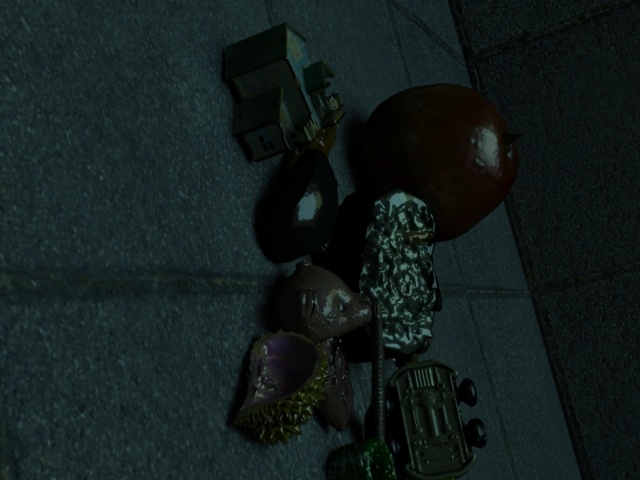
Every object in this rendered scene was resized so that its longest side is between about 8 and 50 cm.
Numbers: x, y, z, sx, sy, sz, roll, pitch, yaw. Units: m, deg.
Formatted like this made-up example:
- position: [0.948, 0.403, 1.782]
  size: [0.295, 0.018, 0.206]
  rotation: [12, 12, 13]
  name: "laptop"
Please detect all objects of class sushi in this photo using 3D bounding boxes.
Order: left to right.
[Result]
- position: [0.000, 0.000, 1.835]
  size: [0.050, 0.047, 0.099]
  rotation: [25, 49, -58]
  name: "sushi"
- position: [0.120, 0.066, 1.853]
  size: [0.211, 0.171, 0.350]
  rotation: [4, 79, -31]
  name: "sushi"

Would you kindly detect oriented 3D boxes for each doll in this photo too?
- position: [0.031, 0.182, 1.640]
  size: [0.201, 0.156, 0.303]
  rotation: [-86, 157, -69]
  name: "doll"

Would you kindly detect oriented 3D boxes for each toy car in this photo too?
- position: [0.230, 0.390, 1.947]
  size: [0.198, 0.204, 0.248]
  rotation: [79, 1, -66]
  name: "toy car"

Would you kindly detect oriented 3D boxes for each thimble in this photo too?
- position: [0.074, 0.410, 1.645]
  size: [0.130, 0.090, 0.118]
  rotation: [41, 39, -52]
  name: "thimble"

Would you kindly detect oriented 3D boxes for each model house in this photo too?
- position: [-0.069, -0.292, 1.733]
  size: [0.206, 0.178, 0.271]
  rotation: [65, 26, -15]
  name: "model house"

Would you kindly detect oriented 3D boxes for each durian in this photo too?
- position: [-0.061, 0.226, 1.451]
  size: [0.132, 0.165, 0.182]
  rotation: [33, 0, -11]
  name: "durian"

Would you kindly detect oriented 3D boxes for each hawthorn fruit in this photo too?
- position: [0.302, -0.197, 2.259]
  size: [0.403, 0.403, 0.403]
  rotation: [49, 32, -45]
  name: "hawthorn fruit"

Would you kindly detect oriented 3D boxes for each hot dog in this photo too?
- position: [-0.015, -0.187, 1.916]
  size: [0.289, 0.068, 0.083]
  rotation: [-69, 143, -59]
  name: "hot dog"

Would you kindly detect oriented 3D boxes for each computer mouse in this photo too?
- position: [-0.016, -0.063, 1.718]
  size: [0.270, 0.086, 0.137]
  rotation: [-59, 140, -46]
  name: "computer mouse"

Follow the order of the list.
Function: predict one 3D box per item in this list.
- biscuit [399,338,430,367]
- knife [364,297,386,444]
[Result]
- position: [0.198, 0.166, 2.086]
  size: [0.164, 0.047, 0.208]
  rotation: [119, -32, -63]
  name: "biscuit"
- position: [0.100, 0.269, 1.736]
  size: [0.089, 0.043, 0.365]
  rotation: [-110, -165, -61]
  name: "knife"
